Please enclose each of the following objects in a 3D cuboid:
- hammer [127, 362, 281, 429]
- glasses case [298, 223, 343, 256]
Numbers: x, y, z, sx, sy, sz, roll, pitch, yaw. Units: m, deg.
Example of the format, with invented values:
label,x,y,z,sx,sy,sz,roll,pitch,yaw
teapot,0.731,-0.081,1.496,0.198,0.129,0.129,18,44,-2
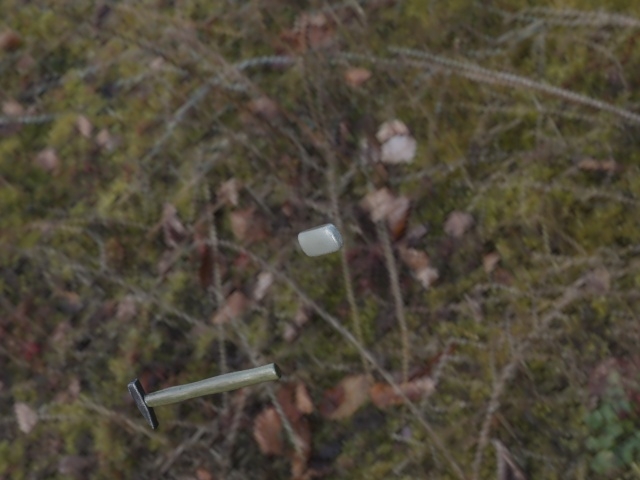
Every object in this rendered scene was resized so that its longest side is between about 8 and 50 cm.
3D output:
label,x,y,z,sx,sy,sz,roll,pitch,yaw
hammer,-0.124,0.165,1.536,0.199,0.062,0.013,-16,16,32
glasses case,0.000,0.000,1.585,0.021,0.032,0.083,-31,8,-28
